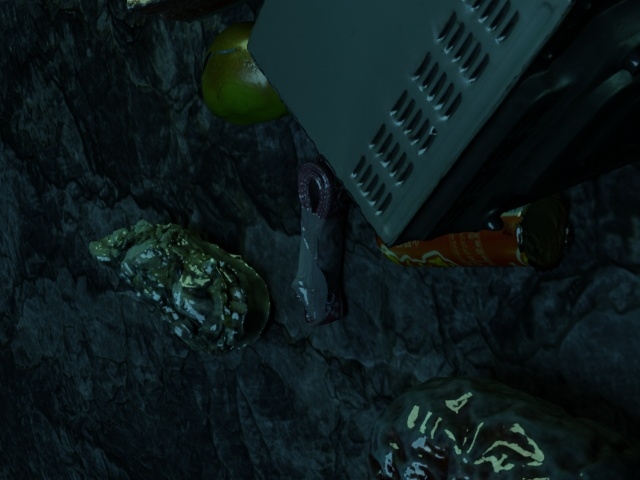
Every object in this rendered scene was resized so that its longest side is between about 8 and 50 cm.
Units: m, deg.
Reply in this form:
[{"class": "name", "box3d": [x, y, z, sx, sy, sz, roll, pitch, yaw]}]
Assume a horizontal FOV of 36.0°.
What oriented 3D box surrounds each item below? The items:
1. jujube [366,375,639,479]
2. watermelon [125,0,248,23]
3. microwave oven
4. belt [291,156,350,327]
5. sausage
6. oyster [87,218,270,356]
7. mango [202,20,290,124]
[{"class": "jujube", "box3d": [0.187, 0.258, 0.980, 0.317, 0.226, 0.226, 17, 119, 48]}, {"class": "watermelon", "box3d": [-0.128, -0.312, 1.205, 0.207, 0.202, 0.136, 30, 167, 46]}, {"class": "microwave oven", "box3d": [0.177, -0.169, 0.667, 0.218, 0.354, 0.286, 55, 142, 20]}, {"class": "belt", "box3d": [0.000, 0.000, 1.252, 0.071, 0.053, 0.232, 26, 126, 36]}, {"class": "sausage", "box3d": [0.142, -0.008, 1.039, 0.264, 0.083, 0.083, -2, 104, 56]}, {"class": "oyster", "box3d": [-0.219, 0.064, 1.513, 0.351, 0.158, 0.162, 25, 91, 30]}, {"class": "mango", "box3d": [-0.090, -0.207, 1.231, 0.233, 0.111, 0.125, -165, 75, -64]}]
